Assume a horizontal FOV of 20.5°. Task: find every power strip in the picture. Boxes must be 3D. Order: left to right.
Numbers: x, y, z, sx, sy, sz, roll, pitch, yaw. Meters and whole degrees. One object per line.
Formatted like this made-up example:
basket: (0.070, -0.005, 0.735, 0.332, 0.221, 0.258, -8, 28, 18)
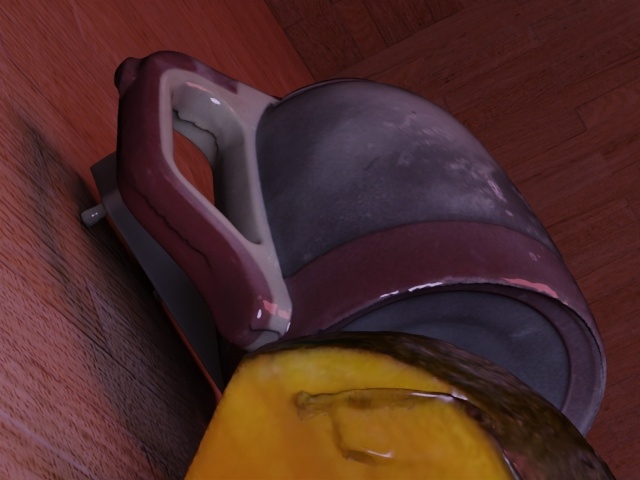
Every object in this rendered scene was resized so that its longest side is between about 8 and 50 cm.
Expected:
power strip: (-0.104, 0.028, 1.289, 0.215, 0.061, 0.145, 61, -1, -24)

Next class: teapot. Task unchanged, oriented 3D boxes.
teapot: (0.000, 0.000, 1.169, 0.315, 0.233, 0.312, 25, 28, -32)

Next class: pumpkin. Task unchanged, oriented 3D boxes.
pumpkin: (0.054, 0.200, 0.909, 0.303, 0.256, 0.225, 49, 4, 19)
